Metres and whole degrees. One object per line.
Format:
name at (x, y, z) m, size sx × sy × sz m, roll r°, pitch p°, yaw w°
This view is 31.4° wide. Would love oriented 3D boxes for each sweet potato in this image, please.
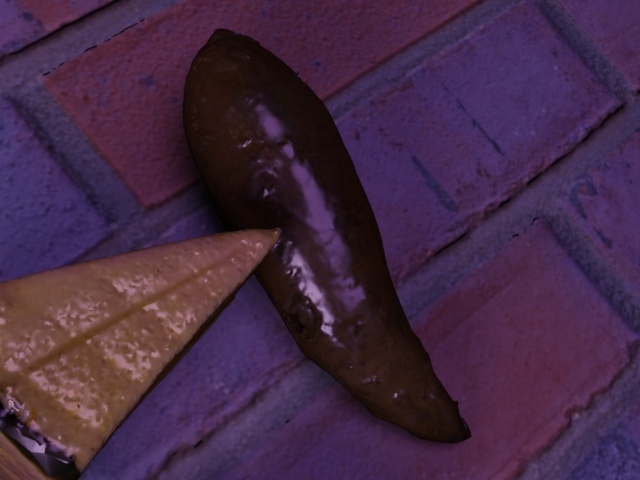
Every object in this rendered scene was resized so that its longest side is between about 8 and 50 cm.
sweet potato at (-0.002, 0.003, 0.969) m, size 0.130 × 0.130 × 0.422 m, roll -28°, pitch 86°, yaw -29°

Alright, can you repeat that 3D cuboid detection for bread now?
bread at (-0.179, 0.055, 0.852) m, size 0.163 × 0.167 × 0.264 m, roll 40°, pitch 56°, yaw 0°

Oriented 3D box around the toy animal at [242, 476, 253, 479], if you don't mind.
toy animal at (-0.017, 0.224, 0.870) m, size 0.221 × 0.104 × 0.130 m, roll -20°, pitch 75°, yaw -28°
